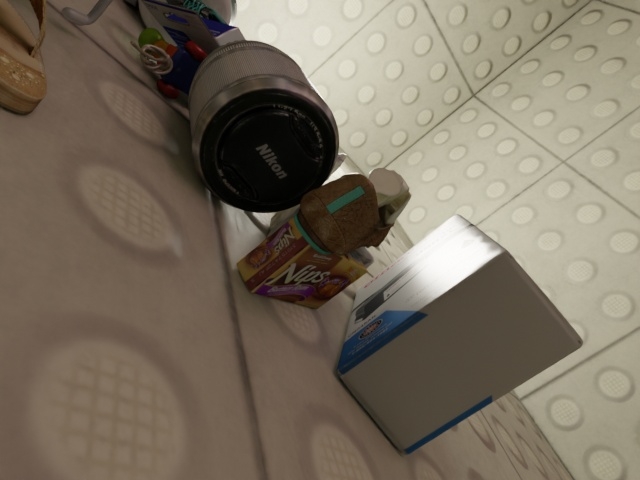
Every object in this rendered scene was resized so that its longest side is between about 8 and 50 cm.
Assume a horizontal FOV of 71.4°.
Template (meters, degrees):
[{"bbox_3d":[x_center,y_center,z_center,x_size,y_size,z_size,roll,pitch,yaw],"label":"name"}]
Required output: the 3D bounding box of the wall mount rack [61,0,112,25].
[{"bbox_3d":[-0.411,-0.416,0.519,0.350,0.130,0.304,49,10,11],"label":"wall mount rack"}]

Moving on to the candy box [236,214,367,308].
[{"bbox_3d":[-0.018,0.039,0.643,0.053,0.109,0.187,59,15,27],"label":"candy box"}]

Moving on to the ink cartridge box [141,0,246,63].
[{"bbox_3d":[-0.202,-0.373,0.954,0.176,0.069,0.371,29,-8,29],"label":"ink cartridge box"}]

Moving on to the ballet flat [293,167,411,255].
[{"bbox_3d":[0.068,-0.054,0.653,0.116,0.124,0.342,54,15,8],"label":"ballet flat"}]

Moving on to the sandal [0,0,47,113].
[{"bbox_3d":[-0.311,-0.232,0.461,0.088,0.079,0.240,29,25,-57],"label":"sandal"}]

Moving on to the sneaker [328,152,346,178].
[{"bbox_3d":[-0.030,-0.358,1.553,0.305,0.152,0.114,52,16,7],"label":"sneaker"}]

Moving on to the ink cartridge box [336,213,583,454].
[{"bbox_3d":[0.202,0.121,0.770,0.166,0.286,0.395,50,13,-2],"label":"ink cartridge box"}]

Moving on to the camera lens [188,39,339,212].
[{"bbox_3d":[-0.103,-0.194,0.738,0.219,0.219,0.274,41,17,-38],"label":"camera lens"}]

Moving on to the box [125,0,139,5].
[{"bbox_3d":[-0.398,-0.642,1.024,0.038,0.186,0.145,23,25,-21],"label":"box"}]

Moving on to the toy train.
[{"bbox_3d":[-0.283,-0.338,0.810,0.143,0.105,0.248,45,11,20],"label":"toy train"}]

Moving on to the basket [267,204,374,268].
[{"bbox_3d":[-0.002,-0.004,0.801,0.167,0.113,0.103,46,12,-25],"label":"basket"}]

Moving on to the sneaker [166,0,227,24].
[{"bbox_3d":[-0.250,-0.480,0.939,0.167,0.064,0.076,34,-5,-25],"label":"sneaker"}]

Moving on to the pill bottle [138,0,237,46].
[{"bbox_3d":[-0.317,-0.594,1.125,0.204,0.204,0.361,45,15,-26],"label":"pill bottle"}]
